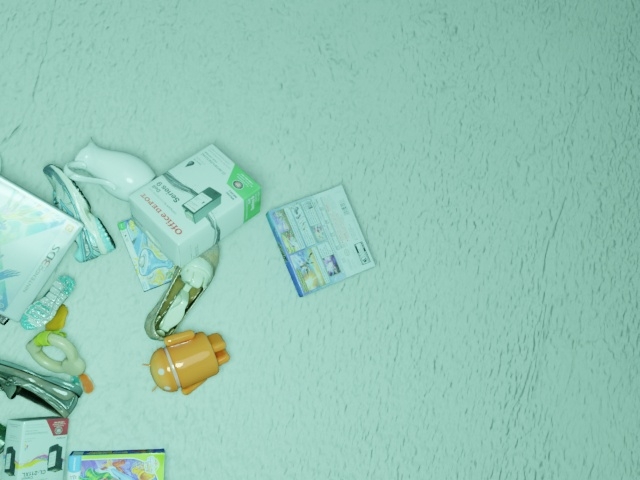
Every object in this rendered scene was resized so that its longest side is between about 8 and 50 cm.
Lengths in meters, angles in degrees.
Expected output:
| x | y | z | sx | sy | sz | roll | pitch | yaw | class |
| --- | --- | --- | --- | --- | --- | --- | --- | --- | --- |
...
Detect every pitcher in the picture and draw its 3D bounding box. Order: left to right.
| x | y | z | sx | sy | sz | roll | pitch | yaw | class |
| --- | --- | --- | --- | --- | --- | --- | --- | --- | --- |
| -0.563 | -0.175 | 1.673 | 0.207 | 0.125 | 0.177 | 28 | 34 | -7 | pitcher |

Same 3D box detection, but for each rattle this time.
| x | y | z | sx | sy | sz | roll | pitch | yaw | class |
| --- | --- | --- | --- | --- | --- | --- | --- | --- | --- |
| -0.652 | 0.290 | 1.634 | 0.130 | 0.142 | 0.200 | -42 | 111 | 13 | rattle |

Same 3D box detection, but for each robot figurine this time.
| x | y | z | sx | sy | sz | roll | pitch | yaw | class |
| --- | --- | --- | --- | --- | --- | --- | --- | --- | --- |
| -0.355 | 0.324 | 1.660 | 0.220 | 0.158 | 0.128 | -20 | 65 | -19 | robot figurine |

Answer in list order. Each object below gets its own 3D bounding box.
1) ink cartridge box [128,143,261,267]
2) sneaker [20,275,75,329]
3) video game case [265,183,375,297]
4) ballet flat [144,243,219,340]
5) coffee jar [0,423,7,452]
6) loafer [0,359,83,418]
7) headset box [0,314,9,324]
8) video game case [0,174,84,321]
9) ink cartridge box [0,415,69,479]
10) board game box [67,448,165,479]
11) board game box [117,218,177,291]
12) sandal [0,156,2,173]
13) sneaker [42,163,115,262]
| x | y | z | sx | sy | sz | roll | pitch | yaw | class |
| --- | --- | --- | --- | --- | --- | --- | --- | --- | --- |
| -0.335 | -0.097 | 1.687 | 0.211 | 0.121 | 0.289 | 41 | 60 | 17 | ink cartridge box |
| -0.701 | 0.167 | 1.613 | 0.065 | 0.076 | 0.166 | 44 | 62 | -8 | sneaker |
| 0.000 | 0.000 | 1.851 | 0.244 | 0.061 | 0.269 | -21 | 86 | -19 | video game case |
| -0.358 | 0.136 | 1.677 | 0.108 | 0.106 | 0.316 | 31 | 84 | -22 | ballet flat |
| -0.847 | 0.456 | 1.523 | 0.184 | 0.079 | 0.096 | 44 | 73 | -5 | coffee jar |
| -0.733 | 0.364 | 1.546 | 0.268 | 0.096 | 0.084 | 19 | 58 | -5 | loafer |
| -0.826 | 0.169 | 1.604 | 0.083 | 0.032 | 0.062 | 40 | 72 | -8 | headset box |
| -0.809 | -0.002 | 1.532 | 0.329 | 0.036 | 0.300 | 34 | 86 | -24 | video game case |
| -0.696 | 0.524 | 1.525 | 0.127 | 0.072 | 0.175 | 16 | 72 | -55 | ink cartridge box |
| -0.519 | 0.710 | 1.570 | 0.234 | 0.078 | 0.346 | 3 | 79 | -15 | board game box |
| -0.460 | 0.025 | 1.731 | 0.136 | 0.035 | 0.201 | -22 | 87 | -18 | board game box |
| -0.967 | -0.096 | 1.574 | 0.169 | 0.102 | 0.416 | 34 | 73 | -8 | sandal |
| -0.667 | -0.070 | 1.653 | 0.122 | 0.110 | 0.283 | -33 | 90 | -15 | sneaker |
